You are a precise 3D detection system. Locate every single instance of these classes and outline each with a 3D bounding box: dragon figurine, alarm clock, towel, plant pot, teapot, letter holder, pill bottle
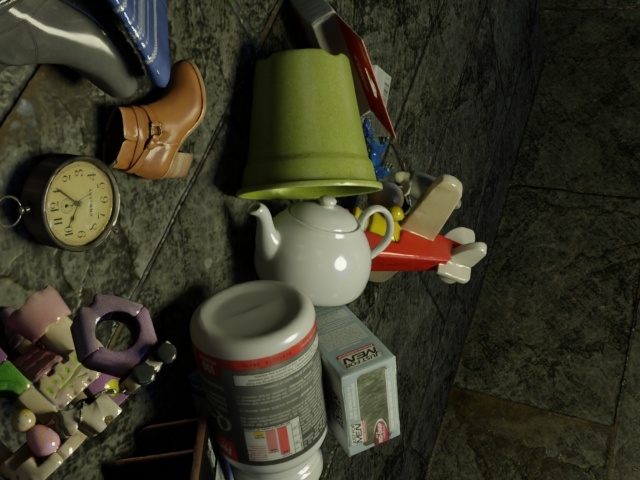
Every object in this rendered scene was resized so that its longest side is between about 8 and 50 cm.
[{"bbox_3d":[0.121,-0.183,1.686,0.144,0.085,0.289,-44,134,-49],"label":"dragon figurine"},{"bbox_3d":[-0.347,-0.049,0.876,0.192,0.064,0.129,-19,115,-62],"label":"alarm clock"},{"bbox_3d":[-0.276,-0.375,0.808,0.336,0.040,0.243,63,9,-47],"label":"towel"},{"bbox_3d":[-0.028,-0.214,1.251,0.276,0.276,0.254,-1,87,-62],"label":"plant pot"},{"bbox_3d":[0.000,0.000,1.314,0.256,0.252,0.187,-49,156,-67],"label":"teapot"},{"bbox_3d":[-0.269,0.474,1.126,0.152,0.214,0.302,-97,178,-60],"label":"letter holder"},{"bbox_3d":[-0.096,0.271,1.165,0.210,0.210,0.363,-43,134,-49],"label":"pill bottle"}]

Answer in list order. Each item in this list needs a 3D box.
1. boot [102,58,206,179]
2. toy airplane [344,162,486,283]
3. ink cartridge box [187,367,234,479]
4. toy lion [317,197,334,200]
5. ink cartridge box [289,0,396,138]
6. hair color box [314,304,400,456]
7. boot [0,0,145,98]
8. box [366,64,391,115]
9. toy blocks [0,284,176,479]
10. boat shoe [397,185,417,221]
[{"bbox_3d":[-0.252,-0.191,1.005,0.152,0.073,0.197,2,94,-58],"label":"boot"},{"bbox_3d":[0.200,-0.022,1.596,0.384,0.386,0.272,34,41,-54],"label":"toy airplane"},{"bbox_3d":[-0.168,0.306,1.323,0.186,0.065,0.311,-42,135,-47],"label":"ink cartridge box"},{"bbox_3d":[0.023,-0.129,1.584,0.096,0.034,0.100,-24,120,-66],"label":"toy lion"},{"bbox_3d":[0.047,-0.350,1.360,0.060,0.239,0.275,-30,140,0],"label":"ink cartridge box"},{"bbox_3d":[0.013,0.223,1.314,0.113,0.374,0.185,-17,120,-19],"label":"hair color box"},{"bbox_3d":[-0.370,-0.212,0.762,0.338,0.118,0.223,42,68,-51],"label":"boot"},{"bbox_3d":[0.108,-0.363,1.603,0.102,0.087,0.101,12,88,-61],"label":"box"},{"bbox_3d":[-0.371,0.149,0.704,0.260,0.309,0.288,48,53,-4],"label":"toy blocks"},{"bbox_3d":[0.236,-0.097,1.888,0.335,0.121,0.119,-55,147,-36],"label":"boat shoe"}]
